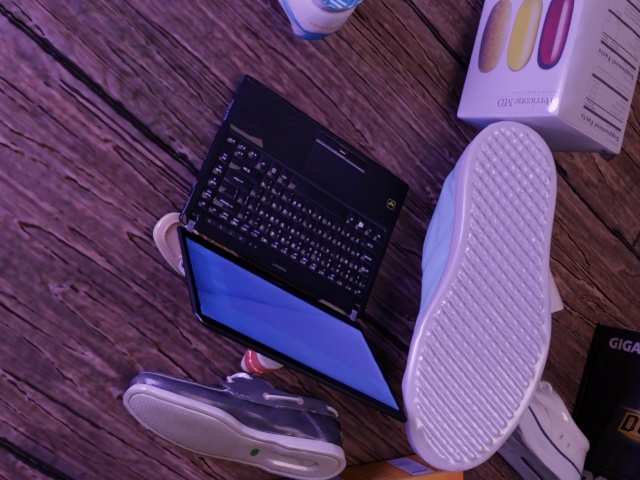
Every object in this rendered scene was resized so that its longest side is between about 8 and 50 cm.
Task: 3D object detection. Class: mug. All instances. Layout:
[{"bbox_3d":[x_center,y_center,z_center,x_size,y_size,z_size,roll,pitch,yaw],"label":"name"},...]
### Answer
[{"bbox_3d":[0.257,0.056,0.967,0.062,0.078,0.064,-12,90,7],"label":"mug"}]

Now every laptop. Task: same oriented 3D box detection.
[{"bbox_3d":[0.000,0.000,0.754,0.234,0.137,0.264,31,71,-29],"label":"laptop"}]

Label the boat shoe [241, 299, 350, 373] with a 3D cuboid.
[{"bbox_3d":[-0.023,0.100,0.824,0.137,0.043,0.049,-27,85,-41],"label":"boat shoe"}]

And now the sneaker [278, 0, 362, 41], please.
[{"bbox_3d":[-0.030,-0.308,0.777,0.088,0.092,0.228,-12,79,-24],"label":"sneaker"}]

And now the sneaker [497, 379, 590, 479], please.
[{"bbox_3d":[0.235,0.202,0.950,0.258,0.094,0.091,50,53,-25],"label":"sneaker"}]

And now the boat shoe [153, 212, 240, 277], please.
[{"bbox_3d":[-0.099,0.032,0.779,0.056,0.048,0.153,-46,112,-17],"label":"boat shoe"}]

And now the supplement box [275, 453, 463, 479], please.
[{"bbox_3d":[0.039,0.289,0.851,0.234,0.080,0.078,-3,92,-25],"label":"supplement box"}]

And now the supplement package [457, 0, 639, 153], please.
[{"bbox_3d":[0.270,-0.232,0.889,0.134,0.139,0.244,18,84,-40],"label":"supplement package"}]

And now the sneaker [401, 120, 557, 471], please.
[{"bbox_3d":[0.165,0.064,0.849,0.135,0.150,0.365,19,73,-1],"label":"sneaker"}]

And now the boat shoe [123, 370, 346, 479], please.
[{"bbox_3d":[-0.082,0.173,0.794,0.233,0.084,0.079,21,45,-20],"label":"boat shoe"}]

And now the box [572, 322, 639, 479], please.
[{"bbox_3d":[0.434,0.247,0.914,0.079,0.322,0.257,18,85,-28],"label":"box"}]
